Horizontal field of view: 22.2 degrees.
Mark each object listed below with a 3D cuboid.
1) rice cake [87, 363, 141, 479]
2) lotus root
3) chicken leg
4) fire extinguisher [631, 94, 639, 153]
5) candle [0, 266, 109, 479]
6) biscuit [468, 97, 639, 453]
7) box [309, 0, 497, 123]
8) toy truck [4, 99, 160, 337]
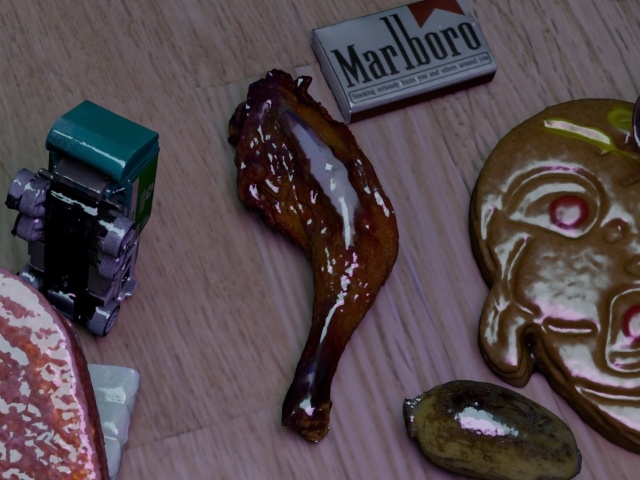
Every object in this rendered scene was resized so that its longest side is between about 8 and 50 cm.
[{"bbox_3d":[-0.293,0.161,1.530,0.237,0.043,0.127,8,62,-1],"label":"rice cake"},{"bbox_3d":[0.164,0.183,1.552,0.179,0.080,0.089,15,62,2],"label":"lotus root"},{"bbox_3d":[0.000,0.000,1.628,0.158,0.096,0.407,-6,65,-5],"label":"chicken leg"},{"bbox_3d":[0.471,-0.142,1.727,0.341,0.105,0.141,-9,59,-37],"label":"fire extinguisher"},{"bbox_3d":[-0.309,0.196,1.424,0.287,0.131,0.317,36,81,1],"label":"candle"},{"bbox_3d":[0.310,0.034,1.657,0.350,0.070,0.394,-30,69,-21],"label":"biscuit"},{"bbox_3d":[0.089,-0.201,1.779,0.177,0.036,0.115,-18,64,-15],"label":"box"},{"bbox_3d":[-0.216,-0.020,1.520,0.114,0.253,0.124,26,57,7],"label":"toy truck"}]
